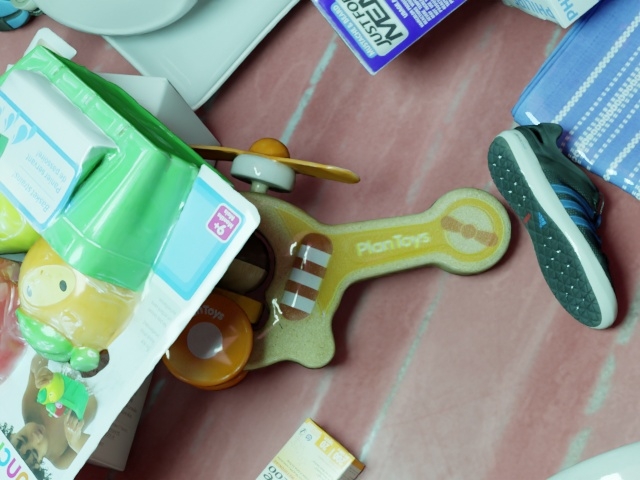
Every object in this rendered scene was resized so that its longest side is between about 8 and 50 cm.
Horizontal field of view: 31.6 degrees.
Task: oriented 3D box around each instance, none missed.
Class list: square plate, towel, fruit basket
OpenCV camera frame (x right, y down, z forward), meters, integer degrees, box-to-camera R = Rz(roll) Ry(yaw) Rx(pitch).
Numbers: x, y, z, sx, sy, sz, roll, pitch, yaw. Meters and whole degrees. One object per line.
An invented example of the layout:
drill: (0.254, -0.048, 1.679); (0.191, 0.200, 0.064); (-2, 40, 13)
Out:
square plate: (-0.129, -0.348, 1.303); (0.344, 0.049, 0.347); (-46, 62, -5)
towel: (0.374, -0.129, 1.047); (0.336, 0.040, 0.243); (36, 83, 27)
fruit basket: (-0.253, 0.030, 0.942); (0.353, 0.165, 0.327); (-50, 56, 3)

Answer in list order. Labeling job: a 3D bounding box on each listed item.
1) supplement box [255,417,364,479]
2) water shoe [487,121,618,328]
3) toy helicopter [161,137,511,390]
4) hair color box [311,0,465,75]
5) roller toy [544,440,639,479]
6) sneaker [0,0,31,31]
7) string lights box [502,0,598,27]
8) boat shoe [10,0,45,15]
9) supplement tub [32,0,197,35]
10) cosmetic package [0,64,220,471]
supplement box: (-0.017, 0.220, 1.030); (0.062, 0.036, 0.098); (37, 83, 28)
water shoe: (0.230, -0.021, 1.027); (0.080, 0.073, 0.203); (-21, 76, -21)
toy helicopter: (0.000, 0.000, 1.061); (0.355, 0.140, 0.235); (-11, 81, -3)
hair color box: (0.133, -0.329, 1.101); (0.339, 0.110, 0.185); (-37, 29, 8)
roller toy: (0.253, 0.226, 0.852); (0.209, 0.191, 0.146); (-43, 53, 44)
sneaker: (-0.462, -0.369, 1.381); (0.341, 0.125, 0.140); (31, 78, 26)
string lights box: (0.291, -0.326, 1.106); (0.259, 0.077, 0.133); (-39, 28, -1)
boat shoe: (-0.328, -0.347, 1.309); (0.081, 0.068, 0.228); (-36, 56, 33)
supplement tub: (-0.223, -0.376, 1.210); (0.191, 0.191, 0.272); (-13, 64, 13)
cosmetic package: (-0.254, 0.023, 1.128); (0.197, 0.155, 0.366); (6, 72, 20)
